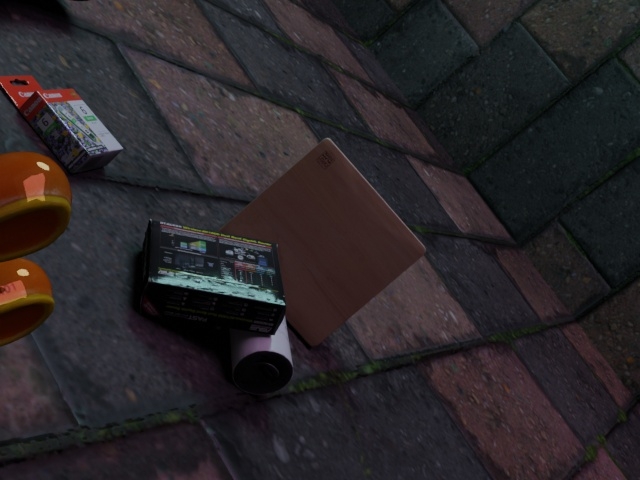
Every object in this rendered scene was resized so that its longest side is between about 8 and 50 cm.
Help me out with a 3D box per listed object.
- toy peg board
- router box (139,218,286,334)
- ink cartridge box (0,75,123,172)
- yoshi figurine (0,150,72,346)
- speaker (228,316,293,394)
[{"bbox_3d":[0.000,0.000,0.930,0.161,0.161,0.079,49,3,-3],"label":"toy peg board"},{"bbox_3d":[-0.095,0.032,0.746,0.123,0.038,0.092,12,34,-17],"label":"router box"},{"bbox_3d":[-0.242,-0.117,0.788,0.115,0.029,0.063,50,19,1],"label":"ink cartridge box"},{"bbox_3d":[-0.259,-0.116,0.538,0.362,0.204,0.203,54,3,19],"label":"yoshi figurine"},{"bbox_3d":[-0.059,0.077,0.790,0.055,0.055,0.136,38,23,-31],"label":"speaker"}]
